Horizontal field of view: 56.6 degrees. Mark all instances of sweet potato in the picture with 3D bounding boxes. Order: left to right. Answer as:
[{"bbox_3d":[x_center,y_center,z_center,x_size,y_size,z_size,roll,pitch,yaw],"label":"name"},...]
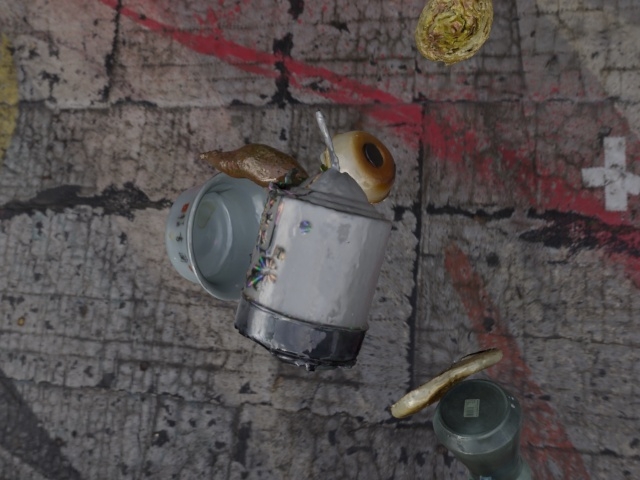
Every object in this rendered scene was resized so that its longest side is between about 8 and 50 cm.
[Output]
[{"bbox_3d":[-0.110,-0.123,0.928,0.226,0.068,0.068,17,83,26],"label":"sweet potato"}]

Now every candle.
[{"bbox_3d":[0.000,0.000,0.810,0.187,0.187,0.330,16,95,15],"label":"candle"}]

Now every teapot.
[{"bbox_3d":[0.329,0.416,1.186,0.171,0.225,0.203,-6,35,31],"label":"teapot"}]

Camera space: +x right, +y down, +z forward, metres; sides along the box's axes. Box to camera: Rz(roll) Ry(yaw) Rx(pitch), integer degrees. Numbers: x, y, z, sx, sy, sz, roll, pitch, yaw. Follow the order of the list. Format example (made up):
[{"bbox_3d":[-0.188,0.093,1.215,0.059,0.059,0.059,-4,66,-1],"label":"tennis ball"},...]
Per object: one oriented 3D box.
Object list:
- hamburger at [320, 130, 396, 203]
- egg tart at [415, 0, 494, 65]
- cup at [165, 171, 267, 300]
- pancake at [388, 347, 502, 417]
[{"bbox_3d":[0.110,-0.202,1.660,0.147,0.237,0.236,-34,69,43],"label":"hamburger"},{"bbox_3d":[0.210,-0.329,0.915,0.129,0.049,0.128,-4,84,37],"label":"egg tart"},{"bbox_3d":[-0.288,-0.017,1.610,0.163,0.347,0.347,3,79,32],"label":"cup"},{"bbox_3d":[0.272,0.302,1.275,0.282,0.282,0.049,-33,69,5],"label":"pancake"}]
